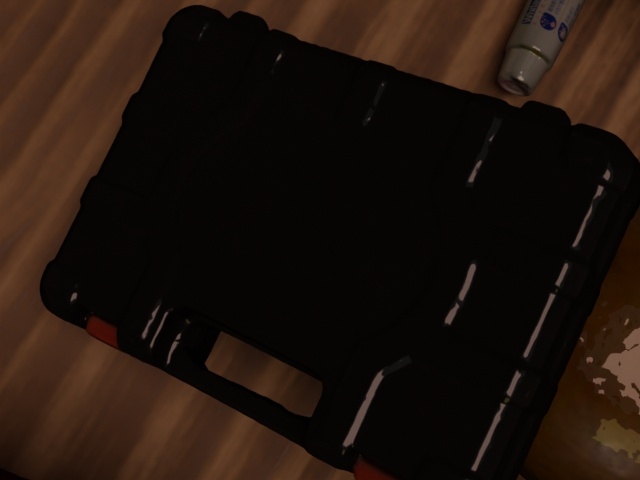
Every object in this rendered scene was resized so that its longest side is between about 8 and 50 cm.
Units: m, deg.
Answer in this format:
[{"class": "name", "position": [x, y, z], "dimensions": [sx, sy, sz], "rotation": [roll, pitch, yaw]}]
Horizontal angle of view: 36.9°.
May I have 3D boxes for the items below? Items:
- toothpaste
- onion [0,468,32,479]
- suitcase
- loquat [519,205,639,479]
[{"class": "toothpaste", "position": [0.172, -0.193, 0.629], "dimensions": [0.052, 0.033, 0.218], "rotation": [29, 81, -13]}, {"class": "onion", "position": [-0.190, 0.278, 0.436], "dimensions": [0.341, 0.341, 0.341], "rotation": [0, 89, -9]}, {"class": "suitcase", "position": [0.000, 0.000, 0.512], "dimensions": [0.285, 0.066, 0.206], "rotation": [23, 85, 26]}, {"class": "loquat", "position": [0.187, 0.077, 0.559], "dimensions": [0.227, 0.179, 0.179], "rotation": [37, 84, -2]}]
